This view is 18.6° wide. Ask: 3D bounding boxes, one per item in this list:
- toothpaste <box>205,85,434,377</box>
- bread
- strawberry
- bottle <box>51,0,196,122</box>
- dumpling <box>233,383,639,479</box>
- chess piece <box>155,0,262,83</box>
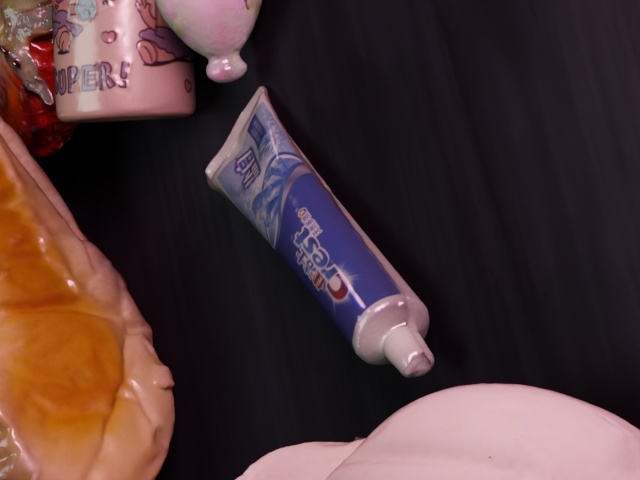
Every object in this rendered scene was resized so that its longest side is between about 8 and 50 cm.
[{"bbox_3d":[0.000,-0.001,1.195,0.268,0.047,0.069,-128,32,-47],"label":"toothpaste"},{"bbox_3d":[-0.262,0.055,1.426,0.183,0.236,0.388,-38,71,37],"label":"bread"},{"bbox_3d":[-0.222,-0.129,1.501,0.174,0.098,0.228,43,152,28],"label":"strawberry"},{"bbox_3d":[-0.142,-0.187,1.337,0.097,0.110,0.209,-2,93,28],"label":"bottle"},{"bbox_3d":[0.065,0.173,0.930,0.243,0.227,0.175,-23,99,48],"label":"dumpling"},{"bbox_3d":[-0.088,-0.234,1.253,0.139,0.139,0.271,4,109,58],"label":"chess piece"}]
